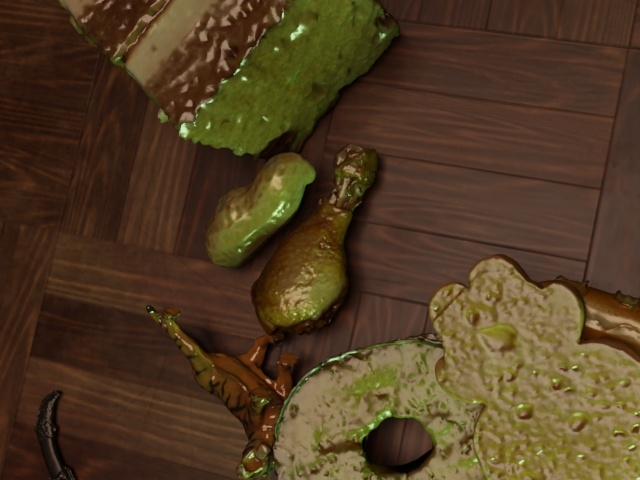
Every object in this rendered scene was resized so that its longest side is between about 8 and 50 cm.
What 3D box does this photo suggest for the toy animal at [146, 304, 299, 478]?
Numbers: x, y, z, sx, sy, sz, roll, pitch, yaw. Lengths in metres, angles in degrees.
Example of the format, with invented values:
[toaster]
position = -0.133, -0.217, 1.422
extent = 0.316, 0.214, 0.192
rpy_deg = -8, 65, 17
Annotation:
[toy animal]
position = -0.114, 0.155, 1.238
extent = 0.255, 0.114, 0.116
rpy_deg = 39, 124, 31

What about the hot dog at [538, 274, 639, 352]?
[hot dog]
position = 0.336, 0.098, 1.095
extent = 0.269, 0.109, 0.072
rpy_deg = 18, 80, 20

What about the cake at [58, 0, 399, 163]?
[cake]
position = -0.111, -0.267, 1.208
extent = 0.290, 0.255, 0.282
rpy_deg = 42, 96, 22

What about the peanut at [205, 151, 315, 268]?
[peanut]
position = -0.077, -0.038, 1.240
extent = 0.174, 0.080, 0.080
rpy_deg = -45, 72, 21

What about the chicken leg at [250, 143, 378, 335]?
[chicken leg]
position = 0.001, 0.000, 1.224
extent = 0.107, 0.087, 0.252
rpy_deg = 22, 82, 7

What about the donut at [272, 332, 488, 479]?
[donut]
position = 0.090, 0.229, 1.157
extent = 0.272, 0.107, 0.272
rpy_deg = -1, 84, 11

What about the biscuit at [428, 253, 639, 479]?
[biscuit]
position = 0.224, 0.151, 1.062
extent = 0.202, 0.044, 0.289
rpy_deg = -42, 74, 16

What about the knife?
[knife]
position = -0.324, 0.300, 1.305
extent = 0.045, 0.021, 0.222
rpy_deg = -18, 77, 10
